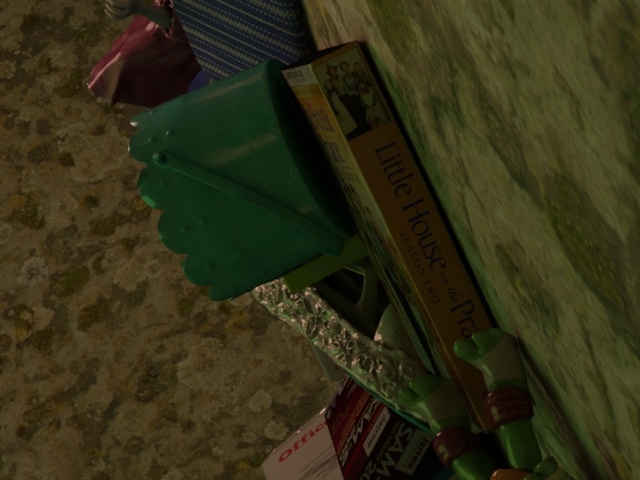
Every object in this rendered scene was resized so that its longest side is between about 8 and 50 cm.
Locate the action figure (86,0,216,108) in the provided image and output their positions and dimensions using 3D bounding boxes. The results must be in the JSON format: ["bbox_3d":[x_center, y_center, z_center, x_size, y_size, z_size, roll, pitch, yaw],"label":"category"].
[{"bbox_3d":[-0.187,-0.314,1.930,0.370,0.276,0.248,-42,28,48],"label":"action figure"}]

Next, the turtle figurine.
[{"bbox_3d":[0.139,0.225,1.224,0.198,0.275,0.266,98,157,-55],"label":"turtle figurine"}]

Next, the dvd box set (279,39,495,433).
[{"bbox_3d":[0.083,-0.014,1.485,0.420,0.062,0.307,64,176,-9],"label":"dvd box set"}]

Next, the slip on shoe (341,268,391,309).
[{"bbox_3d":[-0.011,0.071,1.984,0.331,0.101,0.123,35,-165,17],"label":"slip on shoe"}]

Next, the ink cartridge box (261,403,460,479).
[{"bbox_3d":[0.098,0.363,1.947,0.166,0.285,0.395,51,180,-19],"label":"ink cartridge box"}]

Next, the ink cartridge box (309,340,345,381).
[{"bbox_3d":[0.034,0.106,2.196,0.203,0.148,0.086,66,175,-19],"label":"ink cartridge box"}]

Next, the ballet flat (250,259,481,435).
[{"bbox_3d":[0.060,0.107,1.768,0.409,0.147,0.147,33,157,36],"label":"ballet flat"}]

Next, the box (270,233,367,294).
[{"bbox_3d":[0.000,0.000,1.775,0.042,0.178,0.109,66,176,-37],"label":"box"}]

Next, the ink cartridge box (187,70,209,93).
[{"bbox_3d":[-0.144,-0.170,2.266,0.324,0.071,0.330,-8,109,58],"label":"ink cartridge box"}]

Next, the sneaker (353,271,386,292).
[{"bbox_3d":[0.041,0.052,2.061,0.267,0.106,0.101,63,169,12],"label":"sneaker"}]

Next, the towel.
[{"bbox_3d":[-0.100,-0.283,1.712,0.243,0.040,0.336,29,159,27],"label":"towel"}]

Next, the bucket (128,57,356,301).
[{"bbox_3d":[-0.085,-0.076,1.645,0.281,0.183,0.281,56,-161,-31],"label":"bucket"}]

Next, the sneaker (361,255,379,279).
[{"bbox_3d":[0.046,0.014,1.917,0.083,0.087,0.221,64,174,-19],"label":"sneaker"}]

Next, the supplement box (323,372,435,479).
[{"bbox_3d":[0.076,0.245,1.816,0.073,0.130,0.239,23,-166,-15],"label":"supplement box"}]
